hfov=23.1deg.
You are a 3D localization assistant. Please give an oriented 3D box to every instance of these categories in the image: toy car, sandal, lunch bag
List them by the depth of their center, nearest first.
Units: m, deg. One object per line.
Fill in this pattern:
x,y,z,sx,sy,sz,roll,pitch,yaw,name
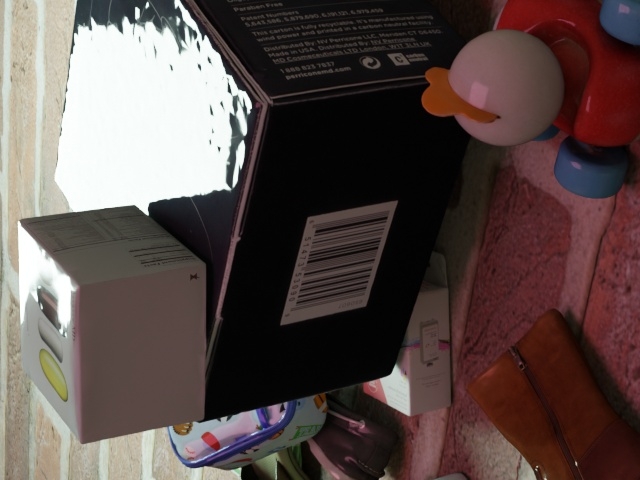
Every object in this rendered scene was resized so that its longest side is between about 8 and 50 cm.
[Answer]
0.193,-0.165,1.533,0.210,0.238,0.219,51,141,42,toy car
-0.114,0.149,2.143,0.243,0.115,0.303,-29,63,32,lunch bag
-0.077,0.359,2.295,0.120,0.086,0.302,-16,105,46,sandal

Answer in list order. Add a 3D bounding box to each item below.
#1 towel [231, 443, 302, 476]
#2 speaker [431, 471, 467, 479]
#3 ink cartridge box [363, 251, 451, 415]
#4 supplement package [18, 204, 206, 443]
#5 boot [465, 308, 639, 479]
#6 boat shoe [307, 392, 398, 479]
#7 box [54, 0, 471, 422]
-0.090,0.236,2.406,0.248,0.038,0.324,26,120,55,towel
0.122,0.331,1.939,0.055,0.136,0.055,40,137,50,speaker
0.105,0.107,1.965,0.115,0.067,0.198,20,116,58,ink cartridge box
-0.236,0.089,1.746,0.203,0.149,0.194,35,128,55,supplement package
0.227,0.253,1.677,0.264,0.096,0.280,-52,51,23,boot
-0.007,0.223,2.181,0.095,0.112,0.335,-55,46,6,boat shoe
-0.088,-0.130,1.865,0.472,0.297,0.480,54,143,37,box
